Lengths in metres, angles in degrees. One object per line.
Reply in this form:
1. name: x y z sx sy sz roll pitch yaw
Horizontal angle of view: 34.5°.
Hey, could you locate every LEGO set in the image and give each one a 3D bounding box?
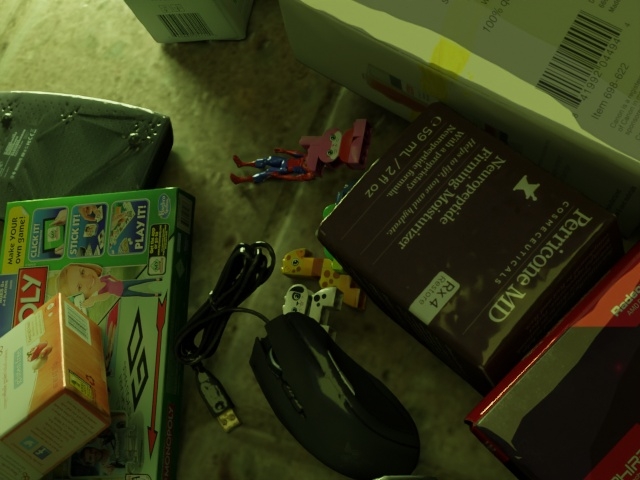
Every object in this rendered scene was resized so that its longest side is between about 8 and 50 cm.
1. LEGO set: 0.000 0.000 1.035 0.093 0.087 0.227 3 72 26

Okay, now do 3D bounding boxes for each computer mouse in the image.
1. computer mouse: -0.041 0.147 0.957 0.262 0.060 0.184 50 125 11

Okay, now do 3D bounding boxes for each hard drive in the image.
1. hard drive: -0.301 -0.086 1.209 0.254 0.054 0.172 11 70 25

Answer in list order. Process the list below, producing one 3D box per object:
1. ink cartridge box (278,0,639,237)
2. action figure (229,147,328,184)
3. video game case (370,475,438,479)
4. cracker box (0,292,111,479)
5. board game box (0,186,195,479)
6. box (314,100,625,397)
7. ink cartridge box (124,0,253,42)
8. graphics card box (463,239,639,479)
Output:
1. ink cartridge box: 0.194 -0.225 0.963 0.384 0.160 0.279 30 78 12
2. action figure: -0.043 -0.081 1.123 0.115 0.030 0.038 -2 59 18
3. video game case: -0.009 0.231 0.845 0.193 0.212 0.023 -20 73 11
4. cracker box: -0.309 0.174 0.970 0.232 0.067 0.156 -38 33 7
5. board game box: -0.242 0.109 1.065 0.213 0.046 0.317 -4 74 19
6. box: 0.140 0.019 0.917 0.168 0.167 0.203 -48 58 -5
7. ink cartridge box: -0.162 -0.437 1.202 0.130 0.272 0.310 2 65 22
8. graphics card box: 0.317 0.183 0.749 0.233 0.094 0.371 -44 78 -5
